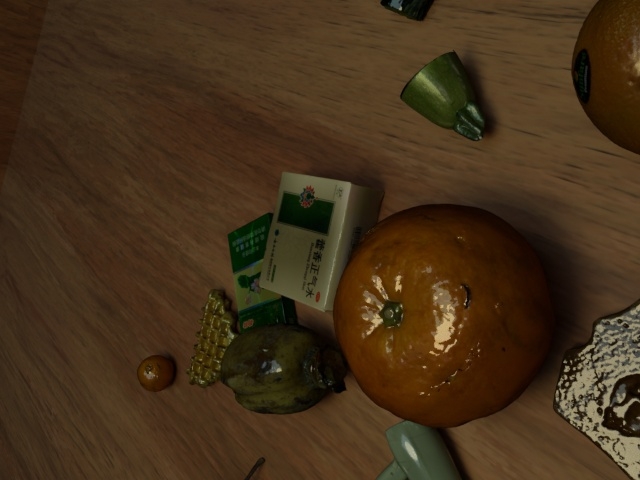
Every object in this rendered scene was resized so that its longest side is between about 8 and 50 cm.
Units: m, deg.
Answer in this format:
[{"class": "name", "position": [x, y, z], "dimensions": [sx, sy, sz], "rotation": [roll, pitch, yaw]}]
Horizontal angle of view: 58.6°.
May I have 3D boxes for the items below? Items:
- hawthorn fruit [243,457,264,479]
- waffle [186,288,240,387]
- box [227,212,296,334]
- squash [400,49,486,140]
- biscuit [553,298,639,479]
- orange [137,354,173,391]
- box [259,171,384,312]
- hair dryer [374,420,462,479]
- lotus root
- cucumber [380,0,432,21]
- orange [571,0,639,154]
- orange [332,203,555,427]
[{"class": "hawthorn fruit", "position": [-0.210, 0.569, 0.991], "dimensions": [0.231, 0.235, 0.263], "rotation": [-45, 55, 32]}, {"class": "waffle", "position": [-0.233, 0.212, 1.190], "dimensions": [0.192, 0.046, 0.160], "rotation": [-47, 58, 28]}, {"class": "box", "position": [-0.116, 0.077, 1.108], "dimensions": [0.132, 0.034, 0.235], "rotation": [-23, 69, 38]}, {"class": "squash", "position": [0.198, -0.195, 0.836], "dimensions": [0.105, 0.105, 0.132], "rotation": [-44, 76, 29]}, {"class": "biscuit", "position": [0.379, 0.157, 0.644], "dimensions": [0.182, 0.034, 0.215], "rotation": [44, 111, 36]}, {"class": "orange", "position": [-0.369, 0.298, 1.280], "dimensions": [0.084, 0.084, 0.083], "rotation": [-7, 79, 42]}, {"class": "box", "position": [0.000, 0.000, 0.974], "dimensions": [0.168, 0.095, 0.211], "rotation": [15, 95, 40]}, {"class": "hair dryer", "position": [0.125, 0.392, 0.838], "dimensions": [0.237, 0.075, 0.206], "rotation": [-49, 61, 36]}, {"class": "lotus root", "position": [-0.054, 0.214, 0.963], "dimensions": [0.278, 0.154, 0.154], "rotation": [-16, 74, 41]}, {"class": "cucumber", "position": [0.171, -0.462, 0.900], "dimensions": [0.078, 0.062, 0.211], "rotation": [40, 111, 39]}, {"class": "orange", "position": [0.369, -0.189, 0.597], "dimensions": [0.206, 0.206, 0.206], "rotation": [-7, 79, 42]}, {"class": "orange", "position": [0.151, 0.093, 0.731], "dimensions": [0.284, 0.226, 0.283], "rotation": [-13, 71, 44]}]
